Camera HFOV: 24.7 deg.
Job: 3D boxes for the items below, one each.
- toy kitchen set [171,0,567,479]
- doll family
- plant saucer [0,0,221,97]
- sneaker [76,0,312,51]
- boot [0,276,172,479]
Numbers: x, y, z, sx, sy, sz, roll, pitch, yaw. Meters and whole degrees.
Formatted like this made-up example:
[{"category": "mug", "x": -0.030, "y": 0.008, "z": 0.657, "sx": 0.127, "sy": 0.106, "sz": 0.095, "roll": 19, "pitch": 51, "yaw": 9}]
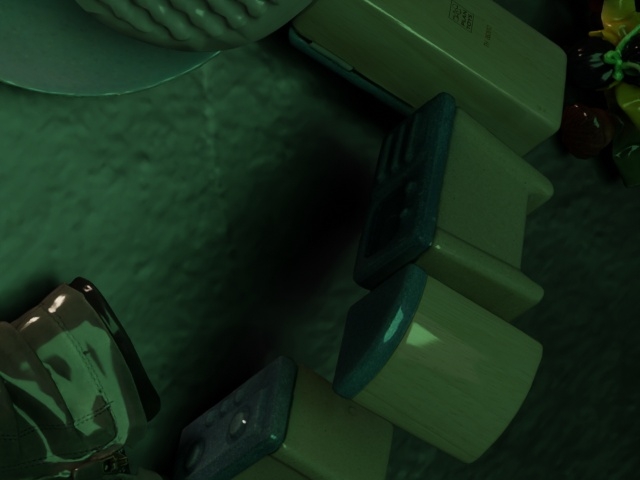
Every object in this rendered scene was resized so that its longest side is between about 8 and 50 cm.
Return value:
[{"category": "toy kitchen set", "x": 0.000, "y": 0.000, "z": 0.625, "sx": 0.122, "sy": 0.166, "sz": 0.207, "roll": 31, "pitch": 46, "yaw": -20}, {"category": "doll family", "x": 0.146, "y": -0.120, "z": 0.680, "sx": 0.111, "sy": 0.076, "sz": 0.193, "roll": -15, "pitch": 96, "yaw": -19}, {"category": "plant saucer", "x": -0.098, "y": -0.154, "z": 0.577, "sx": 0.195, "sy": 0.037, "sz": 0.195, "roll": -2, "pitch": 96, "yaw": -24}, {"category": "sneaker", "x": -0.008, "y": -0.206, "z": 0.476, "sx": 0.126, "sy": 0.321, "sz": 0.127, "roll": 17, "pitch": 48, "yaw": -10}, {"category": "boot", "x": -0.154, "y": 0.049, "z": 0.558, "sx": 0.161, "sy": 0.083, "sz": 0.246, "roll": -27, "pitch": 111, "yaw": -28}]
